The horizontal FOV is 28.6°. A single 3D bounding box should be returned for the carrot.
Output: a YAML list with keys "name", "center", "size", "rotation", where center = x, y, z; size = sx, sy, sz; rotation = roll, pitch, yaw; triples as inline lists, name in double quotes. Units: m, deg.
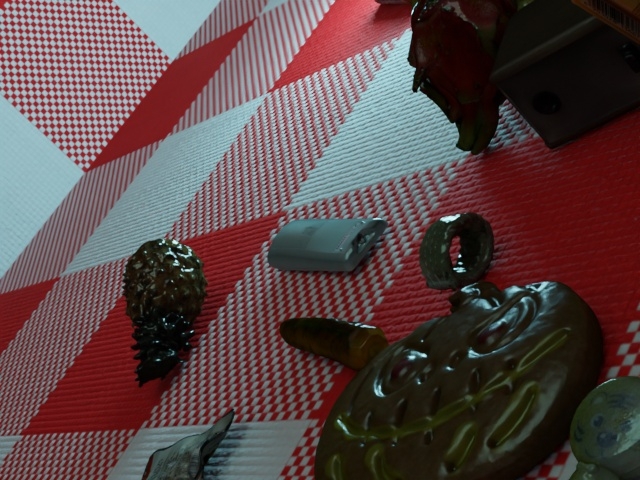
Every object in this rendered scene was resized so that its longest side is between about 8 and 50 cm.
- name: "carrot"
  center: [0.011, 0.142, 1.772]
  size: [0.066, 0.066, 0.314]
  rotation: [-51, 19, -15]

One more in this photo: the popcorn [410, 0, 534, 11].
- name: "popcorn"
  center: [0.285, -0.435, 2.060]
  size: [0.247, 0.282, 0.282]
  rotation: [-36, 23, 29]

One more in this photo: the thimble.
- name: "thimble"
  center: [0.178, 0.017, 1.653]
  size: [0.062, 0.084, 0.110]
  rotation: [-11, 52, 58]

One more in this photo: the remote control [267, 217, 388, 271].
- name: "remote control"
  center: [0.001, 0.001, 2.050]
  size: [0.103, 0.051, 0.293]
  rotation: [-52, 23, -18]

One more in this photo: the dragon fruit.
- name: "dragon fruit"
  center: [0.208, -0.279, 1.895]
  size: [0.198, 0.269, 0.200]
  rotation: [-12, 36, -29]

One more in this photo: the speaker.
- name: "speaker"
  center: [0.373, -0.263, 1.711]
  size: [0.231, 0.153, 0.192]
  rotation: [-27, 29, 39]

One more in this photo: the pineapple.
- name: "pineapple"
  center: [-0.279, 0.133, 2.203]
  size: [0.158, 0.158, 0.279]
  rotation: [-34, 37, 27]

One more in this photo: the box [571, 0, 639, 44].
- name: "box"
  center: [0.459, -0.296, 1.498]
  size: [0.274, 0.076, 0.174]
  rotation: [39, 84, 24]

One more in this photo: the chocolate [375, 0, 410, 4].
- name: "chocolate"
  center: [0.200, -0.623, 2.745]
  size: [0.235, 0.108, 0.237]
  rotation: [-48, 20, -7]

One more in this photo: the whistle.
- name: "whistle"
  center: [0.268, 0.219, 1.178]
  size: [0.104, 0.057, 0.198]
  rotation: [0, 57, 54]

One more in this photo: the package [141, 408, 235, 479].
- name: "package"
  center: [-0.210, 0.340, 1.842]
  size: [0.232, 0.040, 0.166]
  rotation: [-37, 18, 41]

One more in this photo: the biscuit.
- name: "biscuit"
  center: [0.148, 0.166, 1.453]
  size: [0.394, 0.070, 0.350]
  rotation: [-31, 25, 32]
